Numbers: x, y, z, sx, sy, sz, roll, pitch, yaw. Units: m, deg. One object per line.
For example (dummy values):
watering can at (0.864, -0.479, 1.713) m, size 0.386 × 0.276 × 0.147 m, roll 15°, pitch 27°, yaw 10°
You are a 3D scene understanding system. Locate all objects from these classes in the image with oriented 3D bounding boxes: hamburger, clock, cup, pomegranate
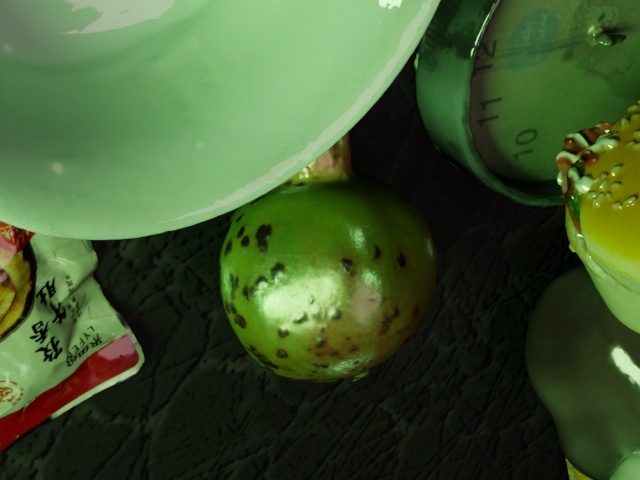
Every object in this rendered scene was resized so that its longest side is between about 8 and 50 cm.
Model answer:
hamburger at (0.313, -0.049, 1.207) m, size 0.295 × 0.227 × 0.151 m, roll -27°, pitch 123°, yaw -18°
clock at (0.198, -0.151, 1.250) m, size 0.281 × 0.055 × 0.280 m, roll -20°, pitch 133°, yaw -23°
cup at (-0.104, -0.187, 0.917) m, size 0.347 × 0.163 × 0.347 m, roll -19°, pitch 132°, yaw -23°
pomegranate at (0.000, 0.000, 1.163) m, size 0.159 × 0.159 × 0.205 m, roll -14°, pitch 103°, yaw -28°

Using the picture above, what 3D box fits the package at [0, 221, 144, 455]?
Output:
package at (-0.209, 0.041, 1.120) m, size 0.154 × 0.030 × 0.239 m, roll -31°, pitch 135°, yaw -16°

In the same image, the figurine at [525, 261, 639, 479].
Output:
figurine at (0.334, 0.077, 1.435) m, size 0.365 × 0.218 × 0.206 m, roll -23°, pitch 107°, yaw -25°

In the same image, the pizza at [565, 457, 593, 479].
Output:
pizza at (0.354, 0.188, 1.623) m, size 0.258 × 0.087 × 0.268 m, roll -34°, pitch 135°, yaw -14°
